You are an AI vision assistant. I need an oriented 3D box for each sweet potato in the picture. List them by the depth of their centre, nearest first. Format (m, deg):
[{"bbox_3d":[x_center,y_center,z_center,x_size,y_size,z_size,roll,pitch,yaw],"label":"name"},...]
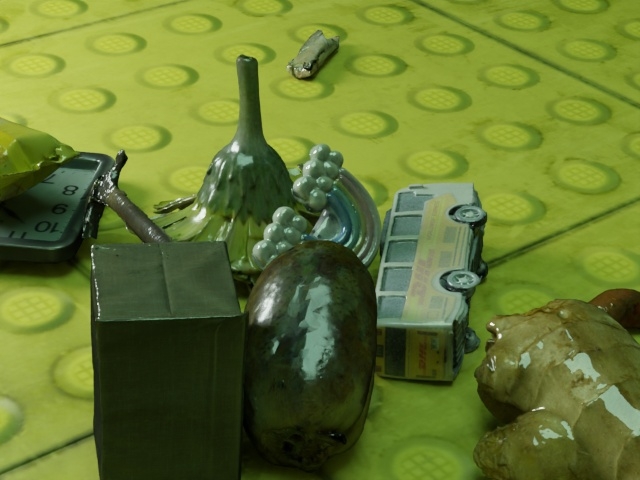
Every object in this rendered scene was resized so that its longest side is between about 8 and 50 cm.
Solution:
[{"bbox_3d":[0.376,0.089,1.783,0.202,0.058,0.055,-11,13,-20],"label":"sweet potato"}]

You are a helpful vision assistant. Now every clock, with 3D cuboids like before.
[{"bbox_3d":[-0.438,-0.051,1.956,0.273,0.049,0.279,5,31,6],"label":"clock"}]

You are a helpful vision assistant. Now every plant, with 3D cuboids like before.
[{"bbox_3d":[-0.069,-0.056,1.855,0.261,0.297,0.306,42,33,10],"label":"plant"}]

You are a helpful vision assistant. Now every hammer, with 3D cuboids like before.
[{"bbox_3d":[-0.227,-0.023,1.771,0.027,0.125,0.297,25,5,-33],"label":"hammer"}]

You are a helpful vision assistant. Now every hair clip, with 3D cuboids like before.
[{"bbox_3d":[0.000,0.000,1.782,0.140,0.054,0.220,33,71,-8],"label":"hair clip"}]

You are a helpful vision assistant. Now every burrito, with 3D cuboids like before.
[{"bbox_3d":[-0.011,-0.320,2.442,0.051,0.042,0.171,8,34,16],"label":"burrito"}]

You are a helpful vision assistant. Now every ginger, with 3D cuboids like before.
[{"bbox_3d":[0.296,0.200,1.496,0.236,0.166,0.375,0,24,-22],"label":"ginger"}]

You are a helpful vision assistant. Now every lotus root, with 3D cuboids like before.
[{"bbox_3d":[-0.015,0.114,1.579,0.160,0.152,0.275,-4,44,11],"label":"lotus root"}]

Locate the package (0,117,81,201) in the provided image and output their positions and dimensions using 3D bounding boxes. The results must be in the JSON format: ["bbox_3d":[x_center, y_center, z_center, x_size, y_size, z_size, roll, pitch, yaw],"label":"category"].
[{"bbox_3d":[-0.449,-0.111,1.921,0.226,0.090,0.168,20,38,37],"label":"package"}]

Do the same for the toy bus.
[{"bbox_3d":[0.139,0.046,1.802,0.138,0.097,0.342,0,32,9],"label":"toy bus"}]

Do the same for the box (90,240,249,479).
[{"bbox_3d":[-0.160,0.135,1.495,0.155,0.231,0.149,-3,31,-11],"label":"box"}]
